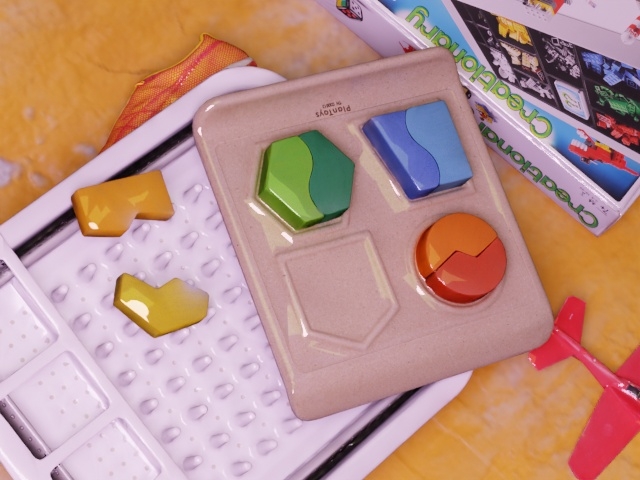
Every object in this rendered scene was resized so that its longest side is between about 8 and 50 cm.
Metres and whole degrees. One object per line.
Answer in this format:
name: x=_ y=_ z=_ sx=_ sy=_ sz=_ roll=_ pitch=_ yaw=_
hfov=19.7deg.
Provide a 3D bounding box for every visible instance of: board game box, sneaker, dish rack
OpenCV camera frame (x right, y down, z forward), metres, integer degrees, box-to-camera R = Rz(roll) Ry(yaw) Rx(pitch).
board game box: x=0.160 y=-0.171 z=1.446 sx=0.305 sy=0.053 sz=0.193 roll=41 pitch=63 yaw=2
sneaker: x=-0.120 y=-0.081 z=1.336 sx=0.067 sy=0.064 sz=0.175 roll=32 pitch=62 yaw=29
dish rack: x=-0.082 y=0.070 z=1.258 sx=0.333 sy=0.072 sz=0.285 roll=-39 pitch=91 yaw=-25

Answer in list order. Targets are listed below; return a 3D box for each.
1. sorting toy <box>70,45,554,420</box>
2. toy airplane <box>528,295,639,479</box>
sorting toy: x=0.000 y=0.000 z=1.249 sx=0.307 sy=0.041 sz=0.229 roll=-15 pitch=82 yaw=-25
toy airplane: x=0.214 y=0.100 z=1.369 sx=0.151 sy=0.028 sz=0.151 roll=5 pitch=69 yaw=-13
